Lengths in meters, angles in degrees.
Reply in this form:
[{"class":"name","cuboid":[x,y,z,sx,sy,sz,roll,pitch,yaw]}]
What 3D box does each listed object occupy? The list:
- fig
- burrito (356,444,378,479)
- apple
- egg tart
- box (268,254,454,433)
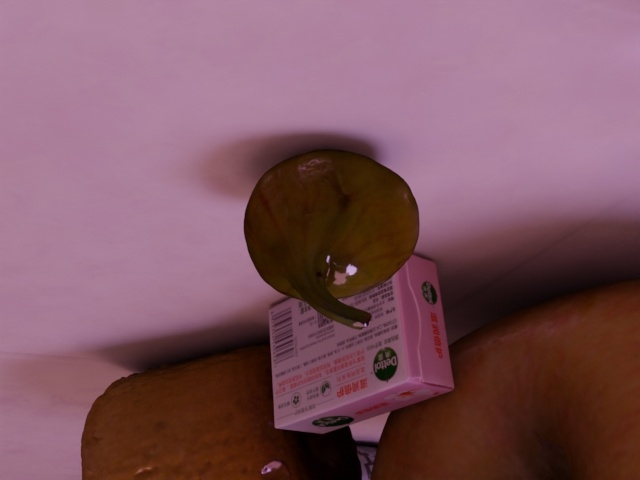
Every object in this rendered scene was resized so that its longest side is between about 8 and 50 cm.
[{"class":"fig","cuboid":[0.000,0.000,0.497,0.084,0.098,0.082,33,123,-1]},{"class":"burrito","cuboid":[0.073,0.253,1.097,0.203,0.064,0.064,14,149,-36]},{"class":"apple","cuboid":[0.214,0.208,0.667,0.391,0.391,0.346,-25,134,37]},{"class":"egg tart","cuboid":[-0.062,0.173,0.755,0.147,0.202,0.202,-24,150,19]},{"class":"box","cuboid":[0.022,0.068,0.656,0.043,0.089,0.125,17,149,-40]}]
